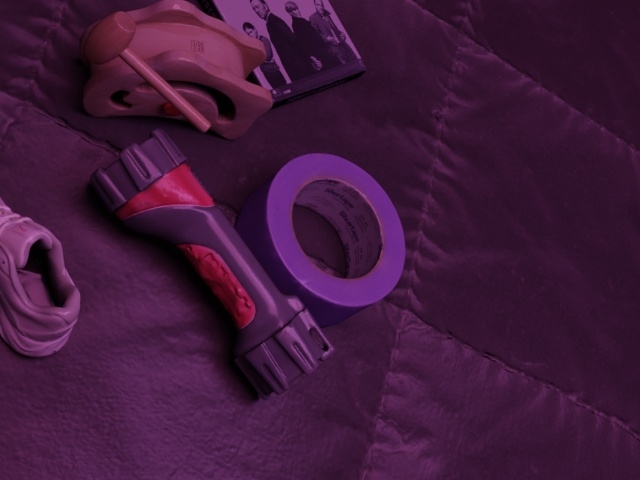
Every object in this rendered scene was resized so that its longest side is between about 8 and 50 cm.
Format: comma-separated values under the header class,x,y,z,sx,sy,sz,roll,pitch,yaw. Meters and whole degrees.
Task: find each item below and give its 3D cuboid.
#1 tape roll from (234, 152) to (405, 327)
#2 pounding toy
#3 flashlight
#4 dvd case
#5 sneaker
class,x,y,z,sx,sy,sz,roll,pitch,yaw
tape roll,0.000,0.000,1.286,0.189,0.080,0.189,16,59,-28
pounding toy,-0.172,-0.156,1.210,0.269,0.154,0.154,19,56,-49
flashlight,-0.120,0.030,1.183,0.304,0.103,0.103,56,45,-5
dvd case,-0.062,-0.293,1.418,0.179,0.029,0.238,-26,84,-40
sneaker,-0.301,-0.004,1.052,0.232,0.115,0.090,49,50,-5
